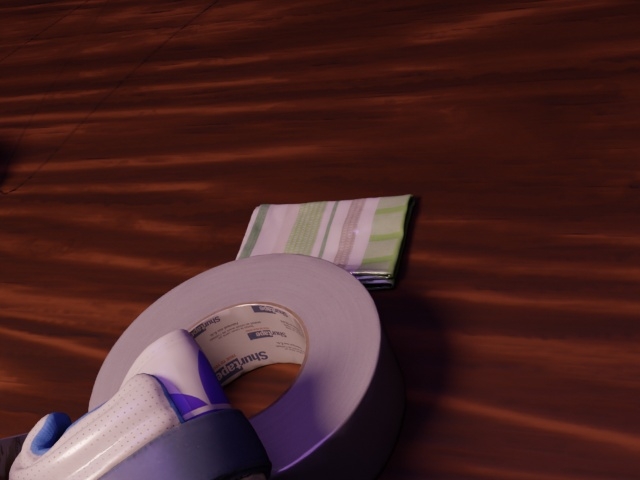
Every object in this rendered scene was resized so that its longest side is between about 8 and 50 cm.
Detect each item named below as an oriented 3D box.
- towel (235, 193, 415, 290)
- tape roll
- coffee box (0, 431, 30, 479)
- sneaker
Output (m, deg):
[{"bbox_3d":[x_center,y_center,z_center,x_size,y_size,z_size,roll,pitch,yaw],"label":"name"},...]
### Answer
[{"bbox_3d":[0.000,0.000,0.828,0.152,0.023,0.113,-5,43,21],"label":"towel"},{"bbox_3d":[-0.052,0.110,0.689,0.219,0.072,0.219,-14,40,12],"label":"tape roll"},{"bbox_3d":[-0.237,0.194,0.523,0.098,0.246,0.141,-14,83,11],"label":"coffee box"},{"bbox_3d":[-0.028,0.152,0.506,0.323,0.130,0.236,-16,77,17],"label":"sneaker"}]
